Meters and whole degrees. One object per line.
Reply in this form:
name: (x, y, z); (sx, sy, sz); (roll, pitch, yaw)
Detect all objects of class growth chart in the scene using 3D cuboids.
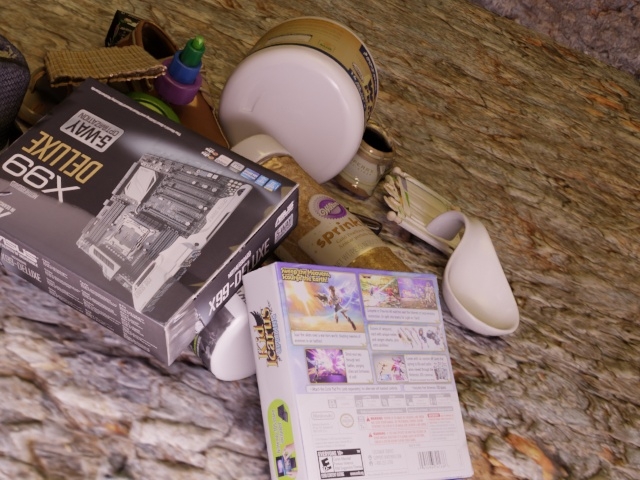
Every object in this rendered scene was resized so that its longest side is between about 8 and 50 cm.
growth chart: (0.173, -0.052, 2.192); (0.172, 0.021, 0.237); (34, 23, -11)

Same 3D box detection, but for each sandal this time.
sandal: (-0.389, -0.213, 1.847); (0.072, 0.049, 0.180); (26, 24, -10)

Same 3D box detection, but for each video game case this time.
video game case: (0.045, 0.154, 1.444); (0.269, 0.061, 0.244); (6, 70, -45)

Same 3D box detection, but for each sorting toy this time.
sorting toy: (-0.235, -0.176, 1.745); (0.127, 0.126, 0.365); (32, 40, -2)

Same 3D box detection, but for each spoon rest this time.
spoon rest: (0.231, 0.042, 1.990); (0.137, 0.084, 0.276); (21, 31, -25)

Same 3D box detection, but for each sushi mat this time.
sushi mat: (-0.309, -0.248, 1.815); (0.151, 0.019, 0.316); (-7, 15, -13)

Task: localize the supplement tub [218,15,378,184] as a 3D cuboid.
supplement tub: (-0.026, -0.234, 2.088); (0.228, 0.228, 0.316); (29, 24, -3)

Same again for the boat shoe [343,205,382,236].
boat shoe: (0.036, -0.034, 2.000); (0.125, 0.038, 0.046); (26, 23, -10)

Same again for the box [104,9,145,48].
box: (-0.324, -0.335, 2.153); (0.052, 0.062, 0.083); (19, 26, -22)

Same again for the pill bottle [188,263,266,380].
pill bottle: (-0.143, 0.040, 1.523); (0.130, 0.130, 0.246); (0, 38, -50)

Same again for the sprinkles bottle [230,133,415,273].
sprinkles bottle: (0.000, 0.000, 1.785); (0.355, 0.121, 0.121); (44, 27, 28)

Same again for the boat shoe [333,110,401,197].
boat shoe: (0.092, -0.161, 2.255); (0.104, 0.089, 0.285); (28, 23, -5)

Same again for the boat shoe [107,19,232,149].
boat shoe: (-0.230, -0.229, 1.977); (0.122, 0.120, 0.324); (5, 33, -44)

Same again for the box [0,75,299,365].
box: (-0.216, -0.031, 1.445); (0.307, 0.076, 0.242); (29, 55, 20)

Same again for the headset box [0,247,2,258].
headset box: (-0.355, 0.043, 1.325); (0.032, 0.083, 0.062); (22, 25, -20)

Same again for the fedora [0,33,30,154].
fedora: (-0.470, -0.193, 1.546); (0.334, 0.152, 0.334); (30, 26, -16)

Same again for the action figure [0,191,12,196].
action figure: (-0.471, -0.073, 1.343); (0.275, 0.164, 0.141); (22, 14, 7)
